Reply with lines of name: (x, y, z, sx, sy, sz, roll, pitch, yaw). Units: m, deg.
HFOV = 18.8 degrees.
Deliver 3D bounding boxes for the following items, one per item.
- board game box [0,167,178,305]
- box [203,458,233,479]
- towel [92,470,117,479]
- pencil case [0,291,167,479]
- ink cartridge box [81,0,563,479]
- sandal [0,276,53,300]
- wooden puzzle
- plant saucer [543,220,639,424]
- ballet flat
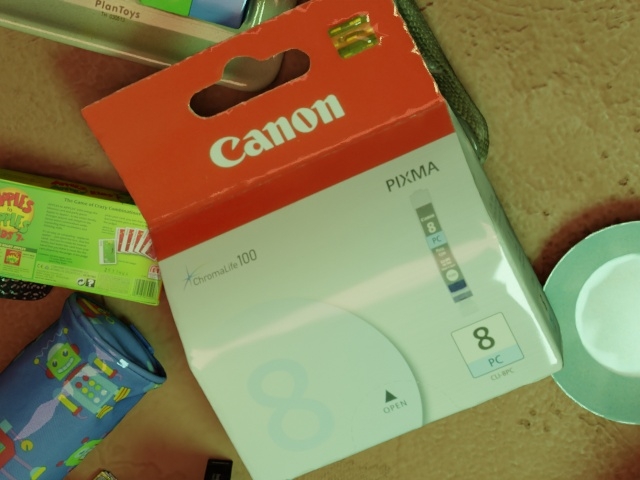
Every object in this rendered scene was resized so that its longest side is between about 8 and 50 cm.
board game box: (-0.230, -0.004, 1.792, 0.181, 0.043, 0.092, 11, 104, -9)
box: (-0.105, 0.285, 1.807, 0.029, 0.162, 0.116, 7, 103, 1)
towel: (-0.205, 0.271, 1.891, 0.060, 0.009, 0.083, -39, 97, 12)
pencil case: (-0.279, 0.187, 1.821, 0.306, 0.133, 0.119, -46, 73, 12)
ink cartridge box: (0.000, 0.000, 1.714, 0.308, 0.091, 0.385, -23, 109, 15)
sandal: (-0.341, 0.022, 1.834, 0.179, 0.040, 0.067, 9, 110, -12)
wooden puzzle: (-0.157, -0.331, 1.704, 0.322, 0.080, 0.348, 15, 104, 2)
plant saucer: (0.296, 0.072, 1.782, 0.195, 0.037, 0.195, 1, 104, 6)
ballet flat: (0.077, -0.171, 1.740, 0.084, 0.058, 0.250, -32, 94, 37)
